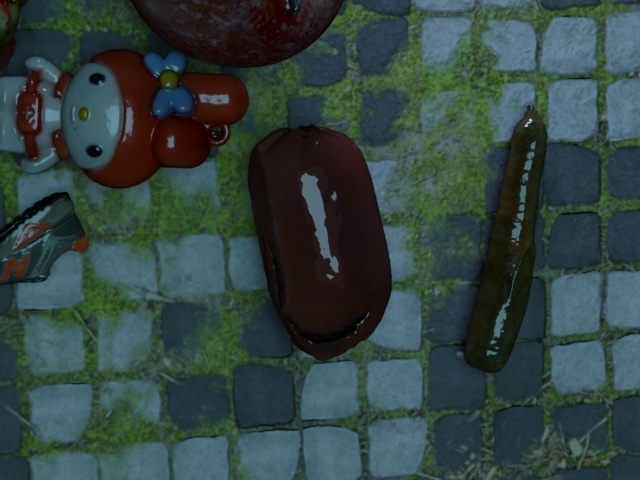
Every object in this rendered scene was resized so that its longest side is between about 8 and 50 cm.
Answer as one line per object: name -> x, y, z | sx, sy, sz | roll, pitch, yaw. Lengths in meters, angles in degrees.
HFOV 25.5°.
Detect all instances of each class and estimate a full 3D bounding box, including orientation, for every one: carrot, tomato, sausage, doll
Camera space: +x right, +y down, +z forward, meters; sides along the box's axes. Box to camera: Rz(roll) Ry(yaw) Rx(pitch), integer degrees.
carrot -> 0.242, -0.002, 1.769 | 0.070, 0.070, 0.342 | 11, 91, -15
tomato -> -0.103, -0.322, 1.561 | 0.270, 0.227, 0.270 | 6, 83, -55
sausage -> 0.000, 0.000, 1.665 | 0.152, 0.152, 0.280 | -12, 98, -13
doll -> -0.227, -0.139, 1.604 | 0.290, 0.130, 0.161 | 2, 89, 0

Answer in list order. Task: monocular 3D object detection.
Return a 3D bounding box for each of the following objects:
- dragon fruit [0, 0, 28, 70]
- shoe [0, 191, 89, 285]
dragon fruit -> -0.418, -0.272, 1.489 | 0.237, 0.231, 0.303 | 42, 43, -14
shoe -> -0.353, 0.025, 1.621 | 0.194, 0.074, 0.077 | -37, 108, -10
